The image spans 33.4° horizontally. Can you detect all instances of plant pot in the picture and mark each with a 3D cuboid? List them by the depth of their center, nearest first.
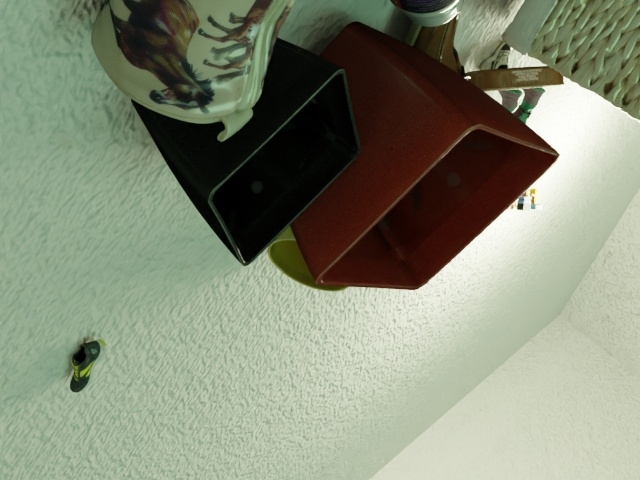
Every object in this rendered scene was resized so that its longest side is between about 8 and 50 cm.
[{"bbox_3d":[-0.088,-0.118,1.125,0.187,0.167,0.188,-46,160,-11],"label":"plant pot"},{"bbox_3d":[0.088,-0.115,1.329,0.267,0.235,0.267,-45,154,22],"label":"plant pot"},{"bbox_3d":[0.000,0.000,1.597,0.134,0.134,0.095,92,19,-59],"label":"plant pot"}]

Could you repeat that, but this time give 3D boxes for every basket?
[{"bbox_3d":[0.459,-0.370,1.543,0.328,0.266,0.331,-58,175,18],"label":"basket"}]

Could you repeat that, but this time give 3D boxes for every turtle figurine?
[{"bbox_3d":[0.328,-0.177,1.953,0.175,0.118,0.234,-31,145,-56],"label":"turtle figurine"}]

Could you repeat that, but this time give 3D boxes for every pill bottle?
[{"bbox_3d":[0.120,-0.332,1.259,0.108,0.108,0.193,-48,159,-3],"label":"pill bottle"}]

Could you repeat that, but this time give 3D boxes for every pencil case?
[{"bbox_3d":[-0.053,-0.290,0.878,0.160,0.183,0.410,-22,147,-52],"label":"pencil case"}]

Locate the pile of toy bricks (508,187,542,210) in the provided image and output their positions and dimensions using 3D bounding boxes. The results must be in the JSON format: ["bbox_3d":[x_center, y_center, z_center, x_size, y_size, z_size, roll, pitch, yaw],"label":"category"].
[{"bbox_3d":[0.398,-0.119,2.231,0.212,0.118,0.105,-2,98,-51],"label":"pile of toy bricks"}]

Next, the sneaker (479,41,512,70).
[{"bbox_3d":[0.305,-0.303,1.789,0.083,0.037,0.032,-48,158,-8],"label":"sneaker"}]

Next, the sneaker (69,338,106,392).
[{"bbox_3d":[-0.307,0.160,1.367,0.035,0.031,0.083,6,119,-50],"label":"sneaker"}]

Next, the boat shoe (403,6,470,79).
[{"bbox_3d":[0.161,-0.227,1.490,0.110,0.104,0.307,-52,165,-43],"label":"boat shoe"}]

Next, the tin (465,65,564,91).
[{"bbox_3d":[0.304,-0.260,1.717,0.190,0.106,0.040,-7,101,-23],"label":"tin"}]
